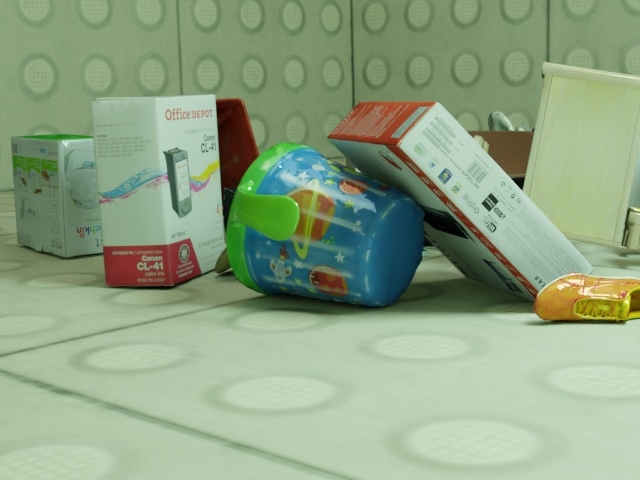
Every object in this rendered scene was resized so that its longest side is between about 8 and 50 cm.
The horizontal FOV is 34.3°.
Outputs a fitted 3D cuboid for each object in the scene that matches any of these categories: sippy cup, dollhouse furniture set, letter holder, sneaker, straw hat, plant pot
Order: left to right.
[{"bbox_3d":[-0.314,-0.162,2.439,0.267,0.267,0.236,-9,-13,-39],"label":"plant pot"},{"bbox_3d":[-0.111,0.024,1.749,0.061,0.144,0.144,42,21,11],"label":"straw hat"},{"bbox_3d":[0.021,-0.009,1.503,0.224,0.240,0.305,17,36,32],"label":"sippy cup"},{"bbox_3d":[0.312,-0.113,2.083,0.302,0.152,0.214,-3,33,-10],"label":"letter holder"},{"bbox_3d":[0.430,-0.131,1.720,0.362,0.256,0.394,12,4,13],"label":"dollhouse furniture set"},{"bbox_3d":[0.362,0.076,1.342,0.175,0.064,0.067,-6,19,-12],"label":"sneaker"}]

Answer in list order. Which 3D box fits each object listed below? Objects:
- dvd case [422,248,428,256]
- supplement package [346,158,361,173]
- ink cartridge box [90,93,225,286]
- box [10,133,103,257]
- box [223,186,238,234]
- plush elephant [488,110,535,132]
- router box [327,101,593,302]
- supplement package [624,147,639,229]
[{"bbox_3d":[0.142,0.018,1.939,0.087,0.013,0.119,-4,7,-14],"label":"dvd case"},{"bbox_3d":[0.152,-0.114,2.280,0.178,0.175,0.293,-3,8,-3],"label":"supplement package"},{"bbox_3d":[-0.266,-0.089,1.736,0.131,0.306,0.226,1,9,19],"label":"ink cartridge box"},{"bbox_3d":[-0.519,-0.095,2.087,0.127,0.231,0.262,-8,10,-36],"label":"box"},{"bbox_3d":[-0.092,-0.059,2.182,0.207,0.108,0.153,-4,9,-13],"label":"box"},{"bbox_3d":[0.522,-0.200,2.483,0.255,0.271,0.330,27,43,24],"label":"plush elephant"},{"bbox_3d":[0.193,-0.058,1.499,0.082,0.335,0.301,-48,17,-6],"label":"router box"},{"bbox_3d":[0.661,-0.158,2.187,0.145,0.261,0.204,-10,12,-44],"label":"supplement package"}]
